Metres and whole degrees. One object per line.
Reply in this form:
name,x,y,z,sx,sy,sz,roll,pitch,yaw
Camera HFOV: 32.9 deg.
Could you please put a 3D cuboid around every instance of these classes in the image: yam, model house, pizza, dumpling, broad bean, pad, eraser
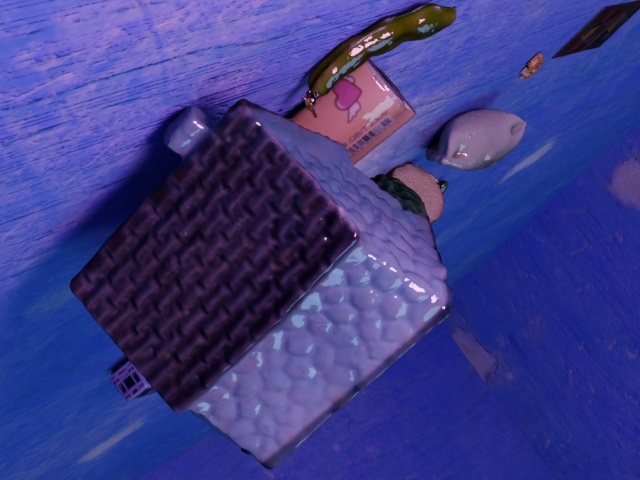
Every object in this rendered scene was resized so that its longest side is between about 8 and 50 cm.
yam,0.120,-0.031,2.041,0.238,0.129,0.128,-45,-160,40
model house,-0.099,0.024,1.262,0.360,0.339,0.297,-43,-154,21
pizza,0.375,-0.306,1.923,0.037,0.016,0.083,-23,165,-24
dumpling,0.266,-0.167,1.944,0.216,0.105,0.149,-27,165,-38
broad bean,0.069,-0.232,1.303,0.227,0.039,0.069,-34,142,-7
pad,0.524,-0.395,2.023,0.211,0.003,0.143,-21,161,-48
eraser,-0.019,-0.113,1.430,0.290,0.087,0.171,-39,165,11

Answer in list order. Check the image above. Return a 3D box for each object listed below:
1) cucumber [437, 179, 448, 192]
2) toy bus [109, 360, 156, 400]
cucumber,0.207,-0.067,2.338,0.184,0.036,0.033,-41,174,21
toy bus,-0.313,0.245,2.011,0.073,0.076,0.167,-40,167,21
